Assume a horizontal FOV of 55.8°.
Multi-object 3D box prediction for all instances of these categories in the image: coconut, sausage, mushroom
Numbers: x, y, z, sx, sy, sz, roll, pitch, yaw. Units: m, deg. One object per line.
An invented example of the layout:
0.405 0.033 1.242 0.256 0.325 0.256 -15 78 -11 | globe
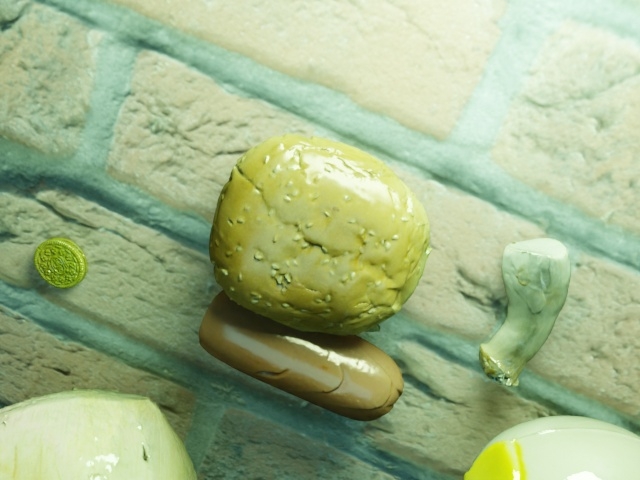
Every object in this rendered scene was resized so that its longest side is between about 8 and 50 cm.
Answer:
-0.381 0.392 0.927 0.405 0.404 0.404 3 113 8 | coconut
-0.026 0.169 0.894 0.304 0.121 0.121 25 114 -1 | sausage
0.283 0.104 0.843 0.092 0.081 0.223 2 116 -12 | mushroom

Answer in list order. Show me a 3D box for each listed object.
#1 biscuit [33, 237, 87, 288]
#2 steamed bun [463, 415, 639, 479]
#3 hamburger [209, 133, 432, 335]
-0.408 0.035 0.952 0.084 0.023 0.084 3 111 7 | biscuit
0.351 0.429 0.843 0.334 0.334 0.373 3 108 8 | steamed bun
-0.001 -0.001 0.799 0.283 0.144 0.259 14 102 -7 | hamburger
